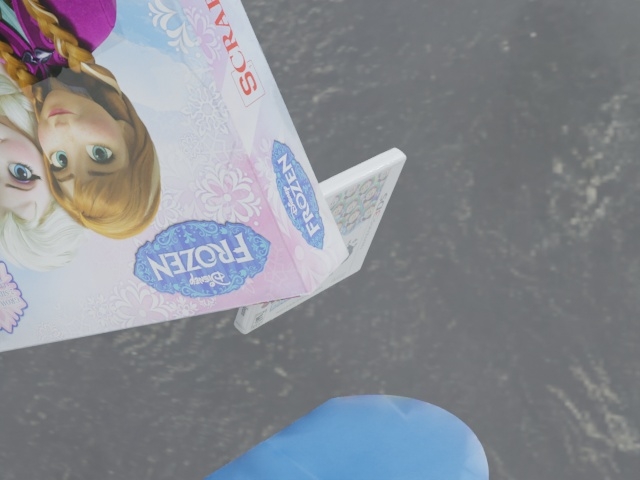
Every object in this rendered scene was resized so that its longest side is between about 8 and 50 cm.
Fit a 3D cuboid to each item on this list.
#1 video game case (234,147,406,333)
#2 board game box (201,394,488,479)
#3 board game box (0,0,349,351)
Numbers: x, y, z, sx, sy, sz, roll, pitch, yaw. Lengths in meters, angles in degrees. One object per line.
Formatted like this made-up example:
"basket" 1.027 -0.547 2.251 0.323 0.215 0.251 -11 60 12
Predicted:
"video game case" 0.000 0.000 1.108 0.157 0.019 0.143 -27 150 -42
"board game box" 0.008 0.147 0.696 0.169 0.133 0.033 -29 121 -26
"board game box" -0.179 -0.089 0.875 0.066 0.319 0.318 -44 115 -51
